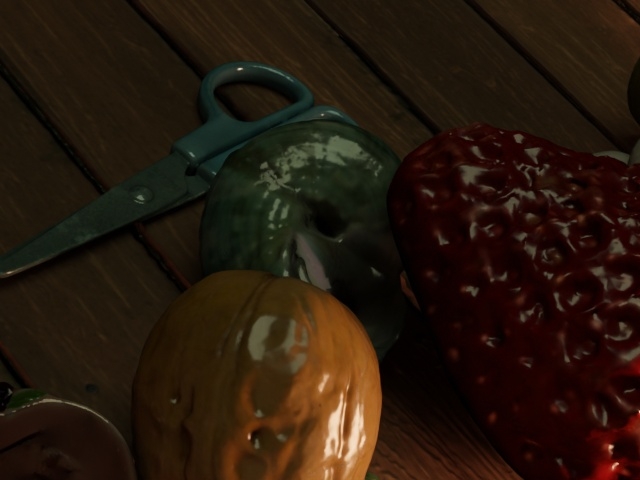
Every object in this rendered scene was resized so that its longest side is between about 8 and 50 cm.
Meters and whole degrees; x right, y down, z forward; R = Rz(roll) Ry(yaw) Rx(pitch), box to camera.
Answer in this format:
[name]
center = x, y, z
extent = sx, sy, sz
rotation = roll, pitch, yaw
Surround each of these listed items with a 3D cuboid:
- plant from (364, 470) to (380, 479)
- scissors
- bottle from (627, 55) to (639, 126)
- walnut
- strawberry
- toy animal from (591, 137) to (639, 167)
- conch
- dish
[plant]
center = 0.023, 0.200, 1.598
extent = 0.051, 0.051, 0.102
rotation = 2, 36, -20
[scissors]
center = -0.140, -0.054, 1.821
extent = 0.192, 0.029, 0.447
rotation = 39, 44, 22
[bottle]
center = 0.468, -0.079, 1.954
extent = 0.171, 0.172, 0.351
rotation = -7, 41, -27
[walnut]
center = -0.051, 0.135, 1.522
extent = 0.195, 0.222, 0.195
rotation = 6, 2, 0
[strawberry]
center = 0.215, 0.032, 1.647
extent = 0.345, 0.295, 0.317
rotation = 50, 50, 3
[toy animal]
center = 0.252, -0.031, 1.897
extent = 0.131, 0.220, 0.104
rotation = 41, 46, -45
[conch]
center = 0.000, 0.000, 1.724
extent = 0.220, 0.195, 0.277
rotation = 39, 20, 4
[dish]
center = -0.243, 0.208, 1.452
extent = 0.213, 0.090, 0.213
rotation = 11, 44, -11
